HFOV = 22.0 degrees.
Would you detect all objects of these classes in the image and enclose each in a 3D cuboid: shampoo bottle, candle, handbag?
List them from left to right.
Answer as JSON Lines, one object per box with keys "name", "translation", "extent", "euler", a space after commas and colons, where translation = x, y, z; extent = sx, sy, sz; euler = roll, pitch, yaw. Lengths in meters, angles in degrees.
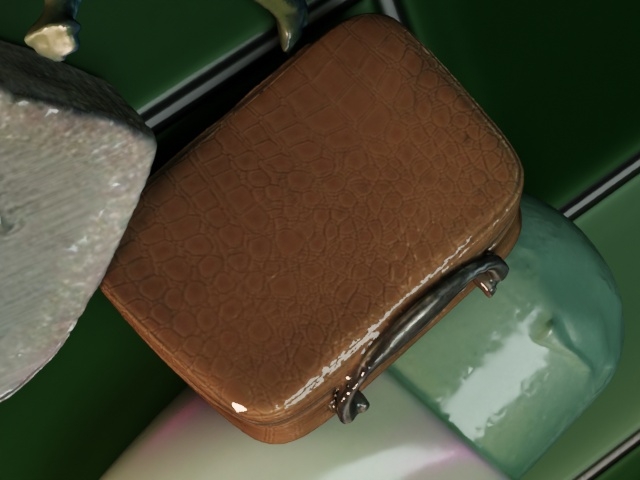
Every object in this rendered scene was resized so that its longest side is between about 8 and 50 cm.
{"name": "candle", "translation": [-0.155, -0.020, 0.727], "extent": [0.168, 0.068, 0.192], "euler": [-27, 132, -15]}
{"name": "handbag", "translation": [0.000, 0.000, 0.789], "extent": [0.193, 0.151, 0.072], "euler": [-38, 161, -9]}
{"name": "shampoo bottle", "translation": [0.017, 0.120, 0.881], "extent": [0.349, 0.151, 0.222], "euler": [-48, 129, 1]}

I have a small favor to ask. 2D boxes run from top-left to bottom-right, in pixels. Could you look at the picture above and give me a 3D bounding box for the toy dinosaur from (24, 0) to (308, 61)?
{"name": "toy dinosaur", "translation": [-0.093, -0.178, 0.662], "extent": [0.363, 0.076, 0.147], "euler": [62, 39, -38]}
